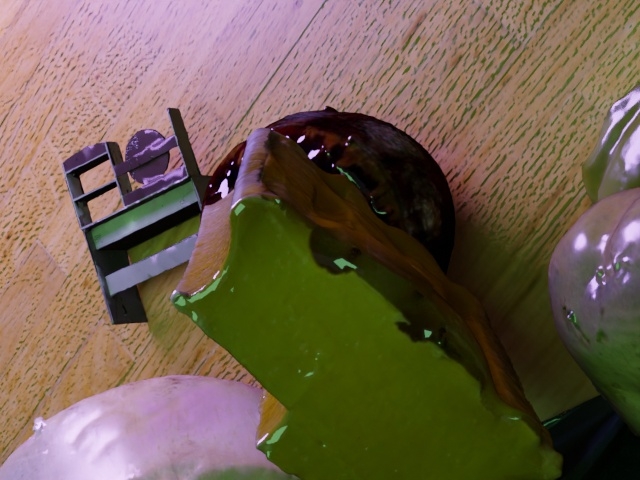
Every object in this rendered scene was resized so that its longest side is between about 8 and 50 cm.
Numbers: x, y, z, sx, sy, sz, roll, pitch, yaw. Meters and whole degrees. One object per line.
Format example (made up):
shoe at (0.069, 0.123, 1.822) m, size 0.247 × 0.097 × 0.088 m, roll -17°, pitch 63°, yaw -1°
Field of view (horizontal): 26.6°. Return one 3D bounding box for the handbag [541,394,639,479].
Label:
handbag at (0.136, 0.215, 0.987) m, size 0.238 × 0.326 × 0.089 m, roll -34°, pitch 86°, yaw 26°

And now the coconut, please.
coconut at (-0.120, 0.291, 1.163) m, size 0.352 × 0.352 × 0.353 m, roll -1°, pitch 89°, yaw 32°

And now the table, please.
table at (-0.162, -0.023, 1.333) m, size 0.146 × 0.062 × 0.175 m, roll -24°, pitch 78°, yaw 29°

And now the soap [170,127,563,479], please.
soap at (0.022, 0.054, 0.917) m, size 0.259 × 0.281 × 0.143 m, roll 44°, pitch 101°, yaw -9°

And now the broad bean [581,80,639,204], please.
broad bean at (0.334, -0.040, 0.984) m, size 0.291 × 0.119 × 0.238 m, roll -11°, pitch 89°, yaw 34°

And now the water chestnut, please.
water chestnut at (0.000, 0.000, 1.138) m, size 0.223 × 0.238 × 0.224 m, roll 8°, pitch 104°, yaw 34°

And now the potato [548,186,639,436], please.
potato at (0.266, 0.077, 0.904) m, size 0.191 × 0.296 × 0.141 m, roll 9°, pitch 53°, yaw 52°
